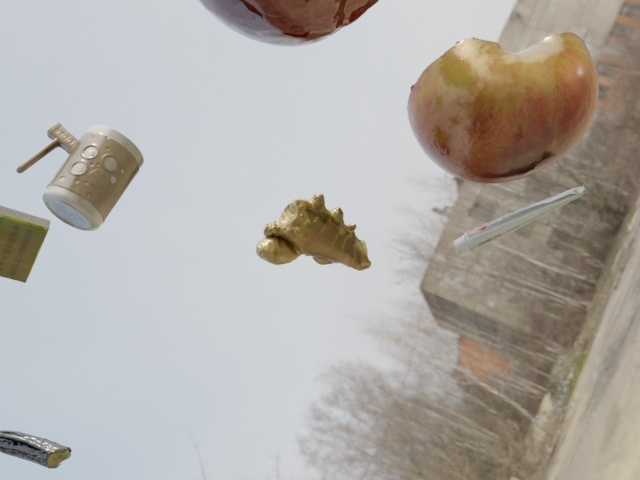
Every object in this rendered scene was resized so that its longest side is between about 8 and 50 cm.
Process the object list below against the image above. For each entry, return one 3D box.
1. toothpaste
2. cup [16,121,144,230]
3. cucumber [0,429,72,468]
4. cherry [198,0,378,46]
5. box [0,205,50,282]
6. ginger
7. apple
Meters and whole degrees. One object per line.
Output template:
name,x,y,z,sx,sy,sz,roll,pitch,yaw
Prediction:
toothpaste,0.314,-0.034,1.114,0.218,0.033,0.052,-26,7,20
cup,-0.259,-0.075,0.763,0.102,0.074,0.099,42,-122,-30
cucumber,-0.399,0.277,0.952,0.034,0.134,0.033,-40,-43,-59
cherry,-0.060,-0.401,0.824,0.291,0.335,0.326,-47,16,29
box,-0.540,-0.008,1.099,0.121,0.193,0.030,-56,29,26
ginger,-0.003,-0.013,1.126,0.205,0.081,0.115,6,-95,-33
apple,0.291,-0.176,1.074,0.251,0.293,0.163,103,157,-59
